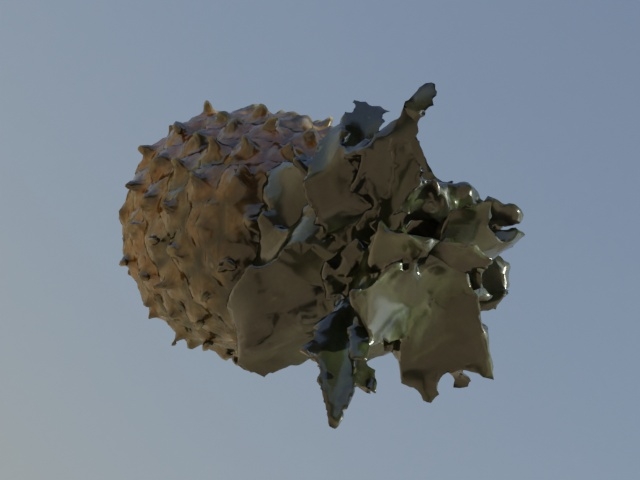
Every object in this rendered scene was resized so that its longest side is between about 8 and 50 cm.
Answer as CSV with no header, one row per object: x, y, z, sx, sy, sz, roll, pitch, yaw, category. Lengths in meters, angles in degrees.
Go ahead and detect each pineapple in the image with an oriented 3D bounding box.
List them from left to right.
0.000,0.000,0.679,0.125,0.125,0.251,54,-12,-16,pineapple
